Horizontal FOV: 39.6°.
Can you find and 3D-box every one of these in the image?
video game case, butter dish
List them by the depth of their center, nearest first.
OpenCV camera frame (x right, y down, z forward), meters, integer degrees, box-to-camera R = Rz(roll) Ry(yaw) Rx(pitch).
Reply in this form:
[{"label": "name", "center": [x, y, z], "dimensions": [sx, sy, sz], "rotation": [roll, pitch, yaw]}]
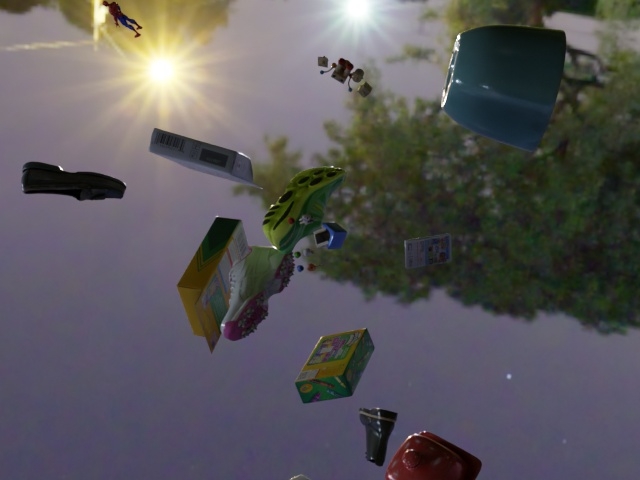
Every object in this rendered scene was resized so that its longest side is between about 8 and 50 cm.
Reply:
[{"label": "butter dish", "center": [0.188, 0.426, 1.648], "dimensions": [0.160, 0.118, 0.160], "rotation": [20, -113, 44]}, {"label": "video game case", "center": [0.281, 0.028, 2.314], "dimensions": [0.122, 0.087, 0.011], "rotation": [-9, -146, -5]}]

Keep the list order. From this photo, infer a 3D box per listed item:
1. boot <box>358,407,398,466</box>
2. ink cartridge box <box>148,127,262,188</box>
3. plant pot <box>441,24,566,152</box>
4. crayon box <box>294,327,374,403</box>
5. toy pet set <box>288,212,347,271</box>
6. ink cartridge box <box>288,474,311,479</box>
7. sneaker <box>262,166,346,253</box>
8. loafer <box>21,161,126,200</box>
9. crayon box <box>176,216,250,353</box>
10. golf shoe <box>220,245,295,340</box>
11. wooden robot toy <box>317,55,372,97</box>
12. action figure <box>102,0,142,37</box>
[{"label": "boot", "center": [0.129, 0.498, 2.251], "dimensions": [0.077, 0.137, 0.198], "rotation": [15, 165, -6]}, {"label": "ink cartridge box", "center": [-0.231, -0.169, 1.872], "dimensions": [0.189, 0.066, 0.232], "rotation": [16, -176, 14]}, {"label": "plant pot", "center": [0.420, -0.375, 2.103], "dimensions": [0.235, 0.293, 0.293], "rotation": [12, -160, 1]}, {"label": "crayon box", "center": [0.048, 0.381, 2.724], "dimensions": [0.165, 0.081, 0.278], "rotation": [-14, -161, 25]}, {"label": "toy pet set", "center": [0.000, 0.000, 1.932], "dimensions": [0.065, 0.122, 0.114], "rotation": [-20, 168, 42]}, {"label": "ink cartridge box", "center": [-0.077, 0.541, 1.680], "dimensions": [0.175, 0.127, 0.072], "rotation": [-18, -166, -30]}, {"label": "sneaker", "center": [-0.038, -0.082, 2.230], "dimensions": [0.109, 0.123, 0.295], "rotation": [16, -129, 37]}, {"label": "loafer", "center": [-0.647, -0.134, 2.326], "dimensions": [0.268, 0.084, 0.096], "rotation": [11, 153, -20]}, {"label": "crayon box", "center": [-0.290, 0.118, 2.419], "dimensions": [0.083, 0.203, 0.323], "rotation": [7, -134, 18]}, {"label": "golf shoe", "center": [-0.183, 0.126, 2.223], "dimensions": [0.140, 0.115, 0.306], "rotation": [19, -134, 19]}, {"label": "wooden robot toy", "center": [0.075, -0.473, 2.447], "dimensions": [0.173, 0.076, 0.079], "rotation": [31, -132, -5]}, {"label": "action figure", "center": [-0.451, -0.504, 2.011], "dimensions": [0.030, 0.038, 0.115], "rotation": [-4, 153, 30]}]
